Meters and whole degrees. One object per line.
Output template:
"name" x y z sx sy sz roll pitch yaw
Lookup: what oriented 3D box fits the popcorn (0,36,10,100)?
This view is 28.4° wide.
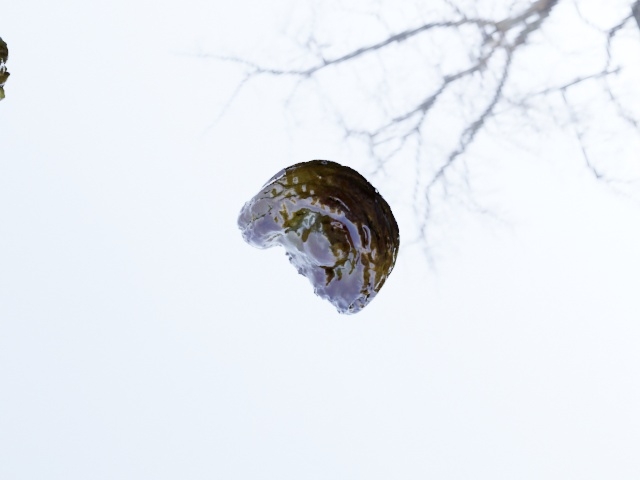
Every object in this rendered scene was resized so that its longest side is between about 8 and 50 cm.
"popcorn" -0.358 -0.189 1.323 0.084 0.084 0.084 22 -121 -42

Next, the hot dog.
"hot dog" 0.000 -0.003 0.782 0.099 0.147 0.065 37 -103 -3
